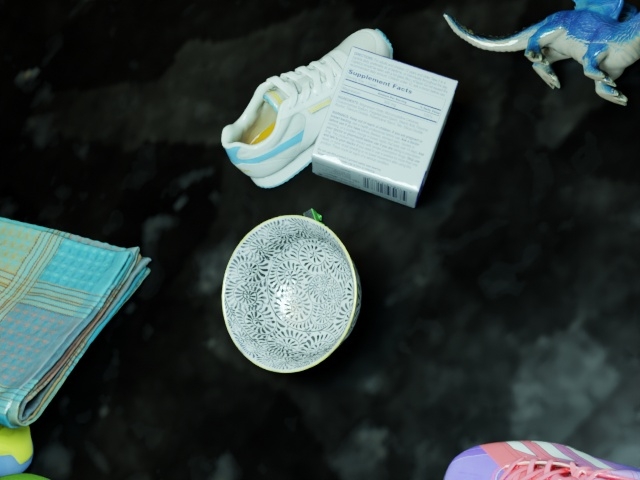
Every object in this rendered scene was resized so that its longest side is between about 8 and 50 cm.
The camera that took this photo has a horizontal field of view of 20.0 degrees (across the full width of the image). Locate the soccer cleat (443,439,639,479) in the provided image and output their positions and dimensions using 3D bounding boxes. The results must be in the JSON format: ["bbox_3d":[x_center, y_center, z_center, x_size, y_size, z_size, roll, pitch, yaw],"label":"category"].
[{"bbox_3d":[0.244,0.244,1.707,0.318,0.116,0.109,12,74,35],"label":"soccer cleat"}]

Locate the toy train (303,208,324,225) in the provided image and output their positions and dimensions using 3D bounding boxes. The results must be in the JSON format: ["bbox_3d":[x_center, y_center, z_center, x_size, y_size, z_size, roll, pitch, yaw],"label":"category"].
[{"bbox_3d":[0.000,0.000,2.032,0.017,0.023,0.083,-30,55,16],"label":"toy train"}]

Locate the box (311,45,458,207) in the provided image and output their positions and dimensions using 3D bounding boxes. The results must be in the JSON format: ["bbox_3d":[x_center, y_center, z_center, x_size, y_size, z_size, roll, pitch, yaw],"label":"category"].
[{"bbox_3d":[0.070,-0.124,1.990,0.126,0.072,0.137,19,77,6],"label":"box"}]

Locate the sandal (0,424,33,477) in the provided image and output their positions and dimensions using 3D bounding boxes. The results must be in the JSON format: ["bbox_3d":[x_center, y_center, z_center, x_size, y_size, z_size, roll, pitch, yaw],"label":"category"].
[{"bbox_3d":[-0.479,0.247,2.164,0.317,0.126,0.138,7,108,26],"label":"sandal"}]

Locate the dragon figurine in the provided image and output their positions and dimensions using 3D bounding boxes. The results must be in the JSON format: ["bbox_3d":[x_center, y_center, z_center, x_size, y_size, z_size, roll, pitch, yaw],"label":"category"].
[{"bbox_3d":[0.285,-0.237,1.933,0.289,0.085,0.144,18,78,36],"label":"dragon figurine"}]

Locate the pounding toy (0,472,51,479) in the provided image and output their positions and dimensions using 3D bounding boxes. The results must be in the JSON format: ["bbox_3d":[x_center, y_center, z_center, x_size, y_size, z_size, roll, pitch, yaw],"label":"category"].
[{"bbox_3d":[-0.368,0.337,1.988,0.237,0.110,0.183,35,103,18],"label":"pounding toy"}]

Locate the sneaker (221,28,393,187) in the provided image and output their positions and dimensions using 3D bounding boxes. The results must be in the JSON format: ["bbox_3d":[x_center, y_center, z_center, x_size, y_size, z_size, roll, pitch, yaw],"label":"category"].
[{"bbox_3d":[-0.012,-0.160,2.073,0.228,0.092,0.087,-44,51,4],"label":"sneaker"}]

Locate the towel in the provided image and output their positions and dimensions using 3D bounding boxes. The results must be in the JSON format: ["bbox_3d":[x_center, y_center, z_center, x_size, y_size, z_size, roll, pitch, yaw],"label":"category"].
[{"bbox_3d":[-0.416,0.081,2.187,0.370,0.040,0.271,13,55,35],"label":"towel"}]

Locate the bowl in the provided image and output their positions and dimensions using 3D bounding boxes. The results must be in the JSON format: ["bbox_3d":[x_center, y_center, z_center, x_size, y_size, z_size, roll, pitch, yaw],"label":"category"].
[{"bbox_3d":[-0.016,0.061,1.966,0.170,0.080,0.170,-4,82,30],"label":"bowl"}]
